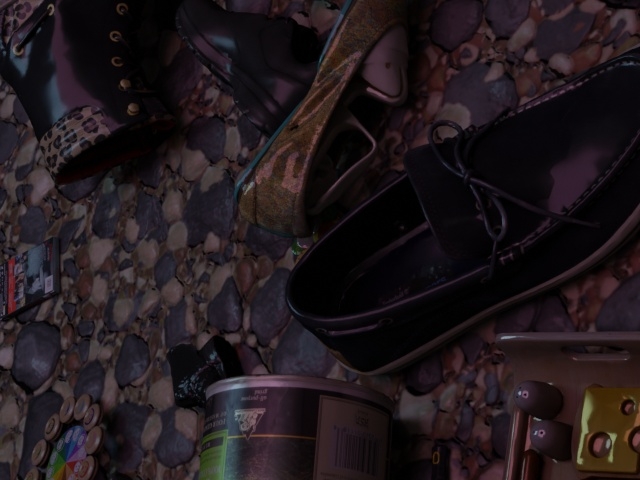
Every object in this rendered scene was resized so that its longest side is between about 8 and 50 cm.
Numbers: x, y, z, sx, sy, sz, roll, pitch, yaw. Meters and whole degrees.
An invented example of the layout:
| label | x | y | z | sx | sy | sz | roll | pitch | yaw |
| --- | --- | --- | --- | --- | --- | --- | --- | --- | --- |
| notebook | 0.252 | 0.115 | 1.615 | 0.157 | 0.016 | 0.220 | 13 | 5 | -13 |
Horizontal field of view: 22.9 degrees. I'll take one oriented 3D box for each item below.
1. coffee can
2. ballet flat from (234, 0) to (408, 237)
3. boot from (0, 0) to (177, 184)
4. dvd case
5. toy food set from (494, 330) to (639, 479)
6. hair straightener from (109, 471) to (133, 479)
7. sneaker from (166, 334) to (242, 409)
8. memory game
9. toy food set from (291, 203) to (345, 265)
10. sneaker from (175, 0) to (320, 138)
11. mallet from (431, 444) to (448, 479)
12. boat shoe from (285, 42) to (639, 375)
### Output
| label | x | y | z | sx | sy | sz | roll | pitch | yaw |
| --- | --- | --- | --- | --- | --- | --- | --- | --- | --- |
| coffee can | -0.031 | 0.294 | 1.610 | 0.201 | 0.201 | 0.275 | -13 | 63 | 39 |
| ballet flat | 0.033 | -0.155 | 1.813 | 0.123 | 0.123 | 0.348 | 27 | 84 | 46 |
| boot | -0.261 | -0.269 | 2.094 | 0.377 | 0.138 | 0.284 | -27 | 73 | 7 |
| dvd case | -0.406 | 0.054 | 2.200 | 0.119 | 0.013 | 0.087 | -27 | 56 | 34 |
| toy food set | 0.233 | 0.234 | 1.464 | 0.220 | 0.092 | 0.306 | -4 | 70 | 42 |
| hair straightener | -0.214 | 0.366 | 1.856 | 0.089 | 0.047 | 0.230 | -41 | 43 | 22 |
| sneaker | -0.134 | 0.179 | 1.867 | 0.089 | 0.051 | 0.170 | -40 | 45 | 24 |
| memory game | -0.327 | 0.281 | 2.000 | 0.186 | 0.012 | 0.186 | -35 | 41 | 38 |
| toy food set | 0.000 | 0.000 | 1.837 | 0.083 | 0.020 | 0.082 | -33 | 52 | 29 |
| sneaker | -0.073 | -0.232 | 1.963 | 0.130 | 0.109 | 0.286 | -47 | 55 | 8 |
| mallet | 0.124 | 0.297 | 1.585 | 0.062 | 0.039 | 0.189 | -10 | 62 | 42 |
| boat shoe | 0.166 | -0.032 | 1.602 | 0.500 | 0.156 | 0.186 | -36 | 49 | 25 |
